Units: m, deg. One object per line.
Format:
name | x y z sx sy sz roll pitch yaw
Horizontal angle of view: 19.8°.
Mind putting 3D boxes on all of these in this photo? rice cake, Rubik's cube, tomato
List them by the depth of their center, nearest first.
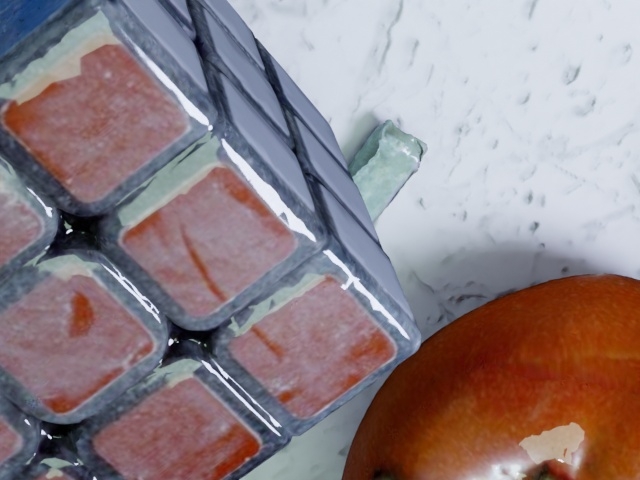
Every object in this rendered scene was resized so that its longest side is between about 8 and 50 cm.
Rubik's cube | -0.162 -0.019 1.116 0.305 0.301 0.304 -34 120 10
rice cake | 0.000 0.000 1.314 0.043 0.034 0.211 35 109 -18
tomato | 0.187 0.197 1.334 0.341 0.273 0.341 4 103 17
